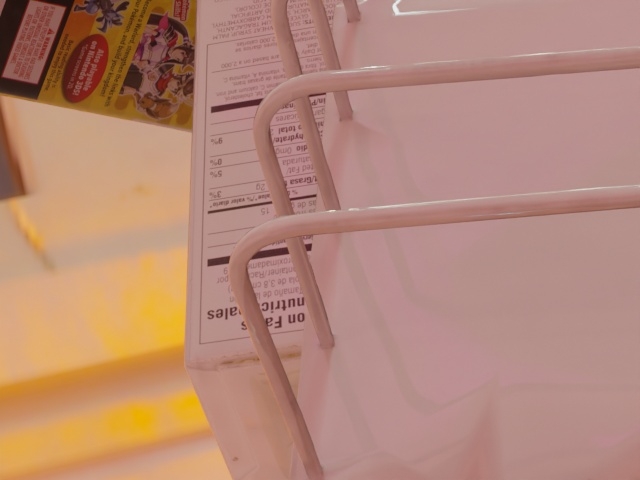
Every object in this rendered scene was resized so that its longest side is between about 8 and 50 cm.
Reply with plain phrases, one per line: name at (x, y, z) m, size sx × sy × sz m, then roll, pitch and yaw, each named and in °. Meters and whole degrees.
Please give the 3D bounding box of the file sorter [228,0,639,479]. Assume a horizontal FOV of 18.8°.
file sorter at (0.077, -0.057, 0.763) m, size 0.173 × 0.192 × 0.278 m, roll 72°, pitch 17°, yaw -48°

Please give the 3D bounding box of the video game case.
video game case at (-0.119, -0.203, 1.205) m, size 0.275 × 0.248 × 0.035 m, roll -65°, pitch -149°, yaw 27°

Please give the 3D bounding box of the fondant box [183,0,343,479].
fondant box at (0.000, 0.000, 1.064) m, size 0.238 × 0.096 × 0.330 m, roll 73°, pitch 13°, yaw -49°
